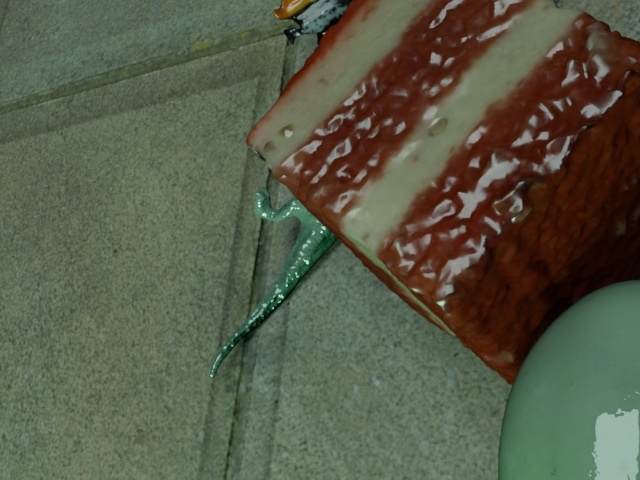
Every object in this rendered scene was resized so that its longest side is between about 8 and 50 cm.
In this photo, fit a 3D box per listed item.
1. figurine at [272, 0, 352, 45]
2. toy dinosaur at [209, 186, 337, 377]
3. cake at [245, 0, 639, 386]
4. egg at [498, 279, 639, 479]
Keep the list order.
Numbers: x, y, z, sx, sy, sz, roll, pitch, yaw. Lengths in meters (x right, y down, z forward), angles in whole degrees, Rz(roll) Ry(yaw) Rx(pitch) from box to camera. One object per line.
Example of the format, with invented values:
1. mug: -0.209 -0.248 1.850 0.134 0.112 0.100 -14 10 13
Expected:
1. figurine: 0.100 -0.340 1.116 0.323 0.196 0.320 -19 98 32
2. toy dinosaur: -0.038 -0.029 1.100 0.129 0.076 0.383 41 97 16
3. cake: 0.141 -0.068 0.886 0.269 0.270 0.319 -49 50 -1
4. egg: 0.240 0.168 0.735 0.202 0.203 0.283 2 71 33
